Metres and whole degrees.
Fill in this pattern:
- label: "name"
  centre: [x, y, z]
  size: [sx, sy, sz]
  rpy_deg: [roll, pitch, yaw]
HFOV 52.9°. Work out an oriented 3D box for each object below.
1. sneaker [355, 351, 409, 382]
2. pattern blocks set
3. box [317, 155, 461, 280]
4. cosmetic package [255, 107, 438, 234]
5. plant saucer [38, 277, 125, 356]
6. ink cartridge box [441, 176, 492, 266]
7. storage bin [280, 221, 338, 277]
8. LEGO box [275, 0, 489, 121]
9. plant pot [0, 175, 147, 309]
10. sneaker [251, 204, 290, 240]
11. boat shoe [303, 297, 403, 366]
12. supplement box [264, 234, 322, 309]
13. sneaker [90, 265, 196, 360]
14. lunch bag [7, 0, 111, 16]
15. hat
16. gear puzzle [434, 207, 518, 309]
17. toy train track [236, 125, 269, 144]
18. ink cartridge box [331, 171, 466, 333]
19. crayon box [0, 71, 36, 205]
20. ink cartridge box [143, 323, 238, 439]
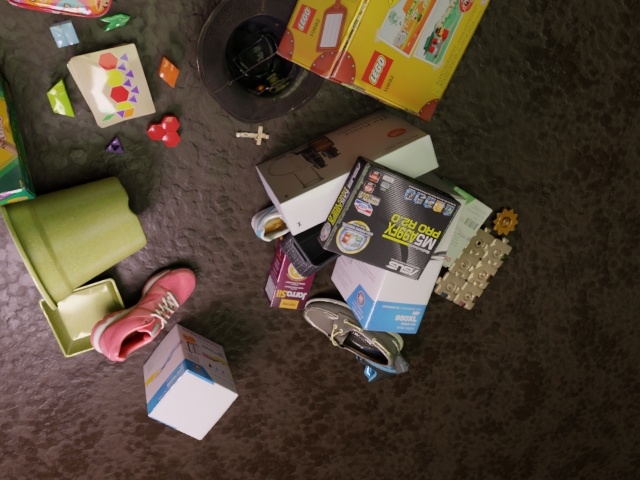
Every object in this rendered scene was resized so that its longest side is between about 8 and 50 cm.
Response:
- label: "sneaker"
  centre: [0.159, 0.305, 1.937]
  size: [0.139, 0.125, 0.341]
  rpy_deg: [-26, 122, -1]
- label: "pattern blocks set"
  centre: [-0.459, -0.343, 1.439]
  size: [0.285, 0.026, 0.325]
  rpy_deg: [-10, 129, -14]
- label: "box"
  centre: [0.158, -0.045, 1.470]
  size: [0.270, 0.060, 0.216]
  rpy_deg: [20, 107, -25]
- label: "cosmetic package"
  centre: [0.053, -0.180, 1.569]
  size: [0.377, 0.284, 0.097]
  rpy_deg: [-26, 121, -6]
- label: "plant saucer"
  centre: [-0.602, 0.192, 1.673]
  size: [0.188, 0.045, 0.188]
  rpy_deg: [-17, 120, -10]
- label: "ink cartridge box"
  centre: [0.361, -0.049, 1.850]
  size: [0.154, 0.093, 0.212]
  rpy_deg: [27, 103, -27]
- label: "storage bin"
  centre: [0.000, 0.000, 1.691]
  size: [0.180, 0.084, 0.122]
  rpy_deg: [-31, 84, -34]
- label: "LEGO box"
  centre: [0.183, -0.556, 1.398]
  size: [0.372, 0.193, 0.500]
  rpy_deg: [10, 111, -47]
- label: "plant pot"
  centre: [-0.551, -0.019, 1.481]
  size: [0.254, 0.276, 0.276]
  rpy_deg: [-26, 122, -19]
- label: "sneaker"
  centre: [-0.071, -0.077, 1.690]
  size: [0.228, 0.092, 0.087]
  rpy_deg: [-37, 119, 0]
- label: "boat shoe"
  centre: [0.083, 0.260, 1.829]
  size: [0.305, 0.091, 0.109]
  rpy_deg: [24, 129, 10]
- label: "supplement box"
  centre: [-0.077, 0.089, 1.778]
  size: [0.104, 0.081, 0.188]
  rpy_deg: [8, 113, -22]
- label: "sneaker"
  centre: [-0.428, 0.197, 1.650]
  size: [0.314, 0.136, 0.116]
  rpy_deg: [-42, 130, -18]
- label: "lunch bag"
  centre: [-0.534, -0.598, 1.256]
  size: [0.258, 0.120, 0.293]
  rpy_deg: [3, 115, -19]
- label: "hat"
  centre: [-0.142, -0.438, 1.463]
  size: [0.331, 0.134, 0.331]
  rpy_deg: [-16, 135, -17]
- label: "gear puzzle"
  centre: [0.483, 0.041, 1.971]
  size: [0.175, 0.044, 0.339]
  rpy_deg: [26, 102, -26]
- label: "toy train track"
  centre: [-0.168, -0.262, 1.610]
  size: [0.083, 0.014, 0.048]
  rpy_deg: [1, 115, -19]
- label: "ink cartridge box"
  centre: [0.194, 0.003, 1.706]
  size: [0.166, 0.285, 0.395]
  rpy_deg: [8, 113, -22]
- label: "crayon box"
  centre: [-0.712, -0.204, 1.331]
  size: [0.165, 0.081, 0.278]
  rpy_deg: [-16, 81, -11]
- label: "ink cartridge box"
  centre: [-0.356, 0.375, 1.739]
  size: [0.171, 0.233, 0.168]
  rpy_deg: [35, 99, -29]
